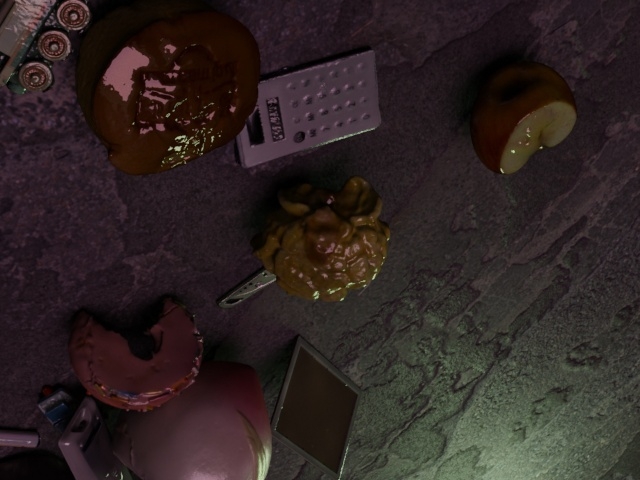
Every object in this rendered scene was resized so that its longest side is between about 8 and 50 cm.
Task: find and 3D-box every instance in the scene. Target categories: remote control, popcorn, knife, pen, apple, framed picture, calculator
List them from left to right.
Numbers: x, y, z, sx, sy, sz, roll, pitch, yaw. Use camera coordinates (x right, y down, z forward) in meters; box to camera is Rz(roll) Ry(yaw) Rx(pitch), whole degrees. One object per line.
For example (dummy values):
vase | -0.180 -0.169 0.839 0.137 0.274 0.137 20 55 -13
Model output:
pen | -0.635 0.348 1.699 0.269 0.033 0.033 13 119 -36
remote control | -0.403 0.429 1.779 0.055 0.109 0.313 9 136 18
knife | -0.066 0.043 1.757 0.293 0.020 0.043 -33 136 2
calculator | -0.026 -0.218 1.565 0.261 0.021 0.161 -20 132 -13
framed picture | -0.008 0.348 1.941 0.017 0.217 0.274 -4 144 34
popcorn | 0.003 -0.009 1.633 0.235 0.181 0.217 16 131 -1
apple | 0.350 -0.215 1.666 0.195 0.160 0.173 -32 130 2

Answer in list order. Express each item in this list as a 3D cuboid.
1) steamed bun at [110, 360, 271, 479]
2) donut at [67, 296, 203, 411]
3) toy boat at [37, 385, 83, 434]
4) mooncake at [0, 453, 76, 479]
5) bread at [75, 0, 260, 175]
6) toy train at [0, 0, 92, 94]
steamed bun | -0.212 0.351 1.760 0.309 0.309 0.309 -14 131 -17
donut | -0.315 0.206 1.644 0.233 0.199 0.085 -6 146 -21
toy boat | -0.458 0.333 1.759 0.069 0.059 0.173 -30 134 -2
mooncake | -0.566 0.559 1.826 0.306 0.154 0.306 -16 133 -19
bread | -0.218 -0.222 1.352 0.270 0.148 0.270 -27 142 -23
toy train | -0.392 -0.291 1.282 0.125 0.081 0.194 28 111 -30
